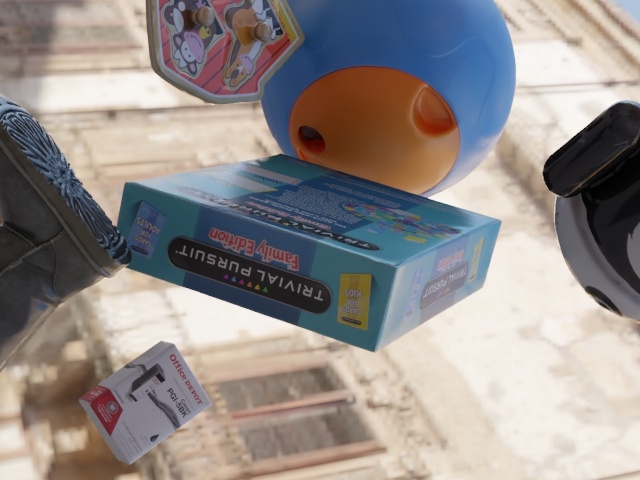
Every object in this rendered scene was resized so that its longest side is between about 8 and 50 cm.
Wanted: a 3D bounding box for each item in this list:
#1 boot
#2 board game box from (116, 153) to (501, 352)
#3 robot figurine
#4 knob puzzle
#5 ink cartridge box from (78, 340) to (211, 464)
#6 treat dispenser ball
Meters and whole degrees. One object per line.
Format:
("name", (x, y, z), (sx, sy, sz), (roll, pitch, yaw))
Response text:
("boot", (-0.276, 0.013, 1.108), (0.208, 0.076, 0.190), (-35, -92, 16))
("board game box", (0.000, 0.000, 1.316), (0.253, 0.336, 0.079), (18, -76, 19))
("robot figurine", (0.302, -0.039, 1.078), (0.209, 0.173, 0.278), (51, -38, -1))
("knob puzzle", (-0.096, -0.217, 1.355), (0.030, 0.213, 0.213), (-2, -87, 41))
("ink cartridge box", (-0.222, 0.205, 1.798), (0.099, 0.135, 0.056), (59, -22, -12))
("treat dispenser ball", (0.073, -0.183, 1.569), (0.288, 0.288, 0.288), (20, -67, 60))
